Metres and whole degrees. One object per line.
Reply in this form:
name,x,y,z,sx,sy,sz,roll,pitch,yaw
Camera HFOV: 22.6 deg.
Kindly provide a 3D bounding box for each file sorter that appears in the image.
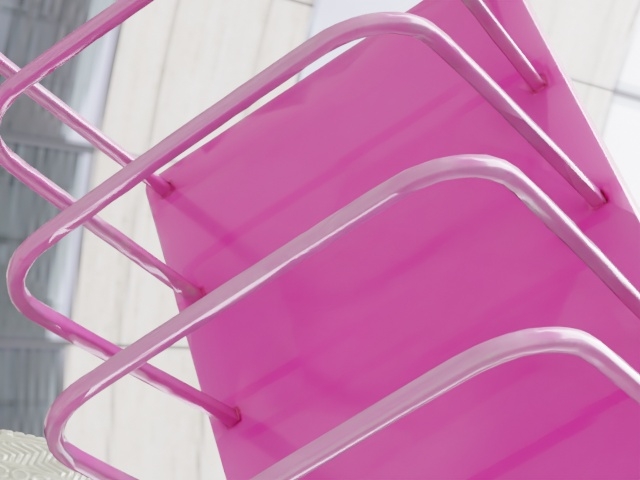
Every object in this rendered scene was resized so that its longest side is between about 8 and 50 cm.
file sorter,0.000,0.000,0.603,0.202,0.182,0.290,-32,-129,16

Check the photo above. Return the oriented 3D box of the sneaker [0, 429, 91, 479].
sneaker,-0.154,0.121,0.593,0.058,0.152,0.084,56,-39,47
